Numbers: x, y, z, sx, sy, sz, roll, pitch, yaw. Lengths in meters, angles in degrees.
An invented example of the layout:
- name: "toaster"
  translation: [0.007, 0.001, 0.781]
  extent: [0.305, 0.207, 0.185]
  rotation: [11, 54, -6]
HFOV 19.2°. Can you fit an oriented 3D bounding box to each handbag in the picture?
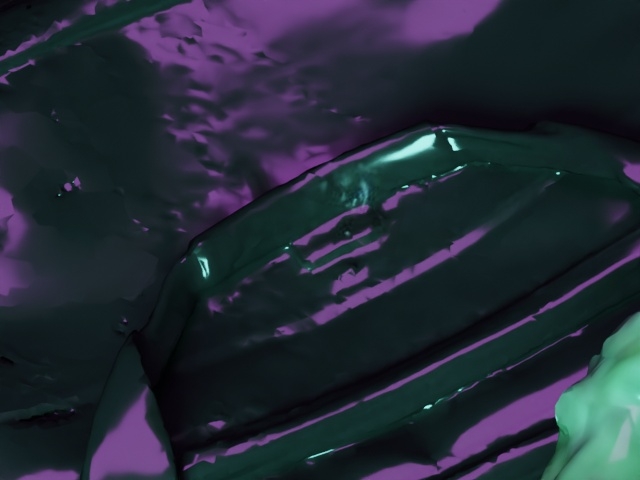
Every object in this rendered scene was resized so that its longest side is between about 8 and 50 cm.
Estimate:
- name: "handbag"
  translation: [0.000, 0.000, 0.518]
  extent: [0.275, 0.088, 0.244]
  rotation: [-22, 49, -11]

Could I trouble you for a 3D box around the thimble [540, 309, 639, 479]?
- name: "thimble"
  translation: [0.130, 0.104, 0.335]
  extent: [0.219, 0.150, 0.219]
  rotation: [-6, 46, 6]
